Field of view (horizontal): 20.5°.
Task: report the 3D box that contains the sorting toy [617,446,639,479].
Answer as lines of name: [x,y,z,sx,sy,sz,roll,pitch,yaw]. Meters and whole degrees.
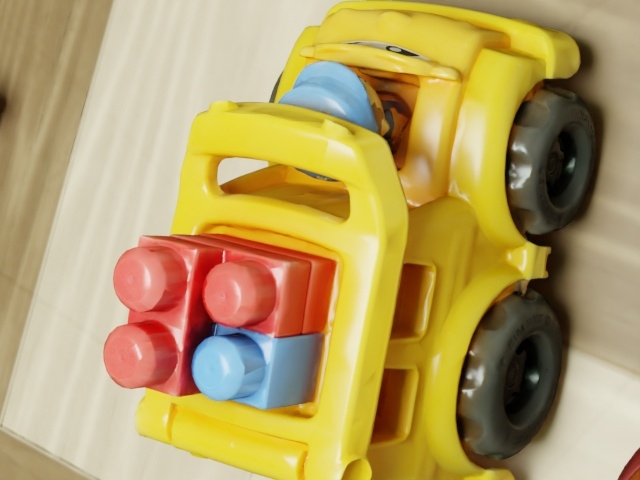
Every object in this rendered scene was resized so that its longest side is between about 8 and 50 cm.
sorting toy: [0.076,0.226,0.740,0.127,0.126,0.365,45,112,25]

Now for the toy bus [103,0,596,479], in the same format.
toy bus: [0.000,0.000,0.744,0.149,0.211,0.220,13,95,34]
